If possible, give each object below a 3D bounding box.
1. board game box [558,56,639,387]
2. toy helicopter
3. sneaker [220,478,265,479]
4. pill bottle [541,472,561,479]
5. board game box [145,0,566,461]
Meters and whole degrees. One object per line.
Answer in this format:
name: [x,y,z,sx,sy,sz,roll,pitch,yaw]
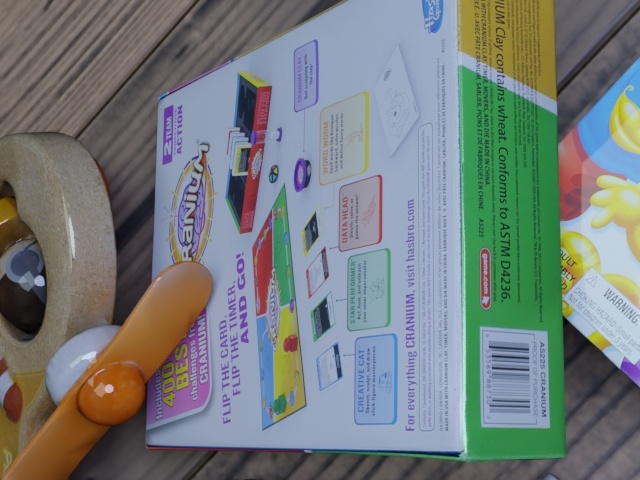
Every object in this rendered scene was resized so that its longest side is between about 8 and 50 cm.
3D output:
board game box: [0.240,-0.048,0.618,0.142,0.144,0.275,45,99,21]
toy helicopter: [-0.176,0.108,0.750,0.235,0.140,0.355,13,103,46]
sneaker: [-0.016,0.216,0.707,0.229,0.086,0.132,-3,82,20]
pill bottle: [0.073,0.251,0.594,0.146,0.146,0.264,39,89,22]
board game box: [0.000,0.000,0.657,0.316,0.064,0.242,-12,74,55]
